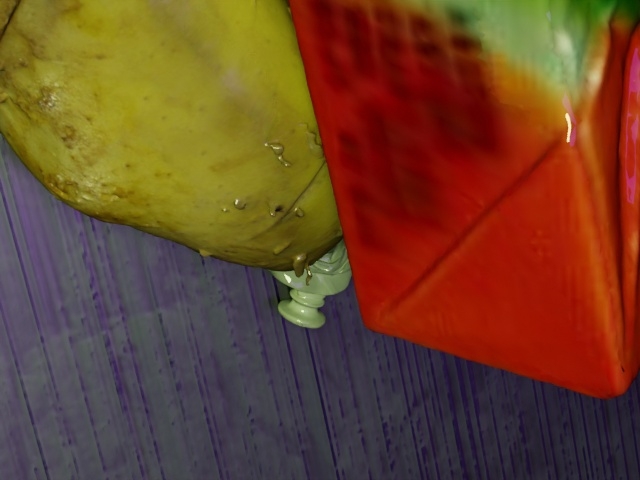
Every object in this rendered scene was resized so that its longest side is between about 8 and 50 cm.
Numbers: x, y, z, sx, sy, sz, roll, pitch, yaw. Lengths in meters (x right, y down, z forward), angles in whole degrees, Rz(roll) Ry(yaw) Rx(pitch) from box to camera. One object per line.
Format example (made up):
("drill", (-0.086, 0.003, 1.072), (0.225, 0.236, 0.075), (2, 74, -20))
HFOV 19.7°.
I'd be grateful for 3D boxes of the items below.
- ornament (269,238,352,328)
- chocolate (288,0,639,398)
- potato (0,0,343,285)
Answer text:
("ornament", (-0.002, 0.003, 1.078), (0.068, 0.041, 0.092), (-20, 122, -16))
("chocolate", (0.121, -0.147, 0.949), (0.360, 0.161, 0.341), (-43, 126, -52))
("potato", (-0.087, -0.092, 0.937), (0.173, 0.140, 0.300), (-19, 129, 27))
